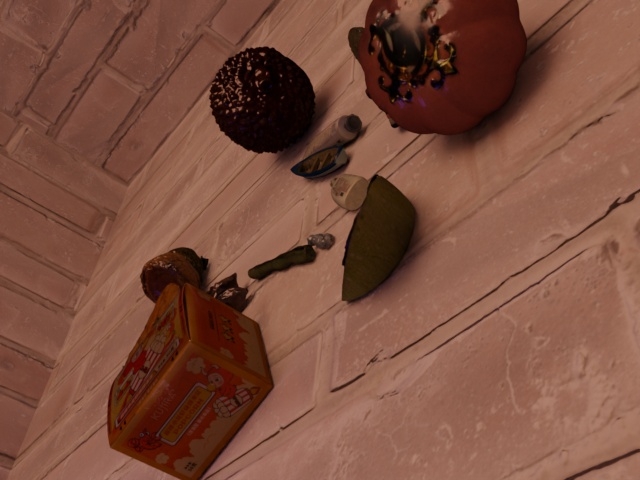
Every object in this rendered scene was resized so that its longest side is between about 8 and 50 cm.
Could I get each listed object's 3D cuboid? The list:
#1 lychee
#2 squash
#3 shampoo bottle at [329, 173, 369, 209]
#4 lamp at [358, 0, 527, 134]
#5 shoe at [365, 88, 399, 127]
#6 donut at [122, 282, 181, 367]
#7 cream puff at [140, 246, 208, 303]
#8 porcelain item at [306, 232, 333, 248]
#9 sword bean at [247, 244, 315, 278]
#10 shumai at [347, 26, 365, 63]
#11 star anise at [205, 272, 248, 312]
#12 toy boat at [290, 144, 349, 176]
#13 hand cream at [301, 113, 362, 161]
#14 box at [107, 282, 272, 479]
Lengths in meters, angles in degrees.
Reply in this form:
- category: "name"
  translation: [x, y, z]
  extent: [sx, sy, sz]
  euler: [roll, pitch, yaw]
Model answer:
- category: "lychee"
  translation: [-0.165, -0.386, 2.027]
  extent: [0.330, 0.306, 0.306]
  euler: [121, 174, -71]
- category: "squash"
  translation: [0.079, -0.032, 1.274]
  extent: [0.204, 0.155, 0.237]
  euler: [-15, 48, 55]
- category: "shampoo bottle"
  translation: [0.051, -0.111, 1.558]
  extent: [0.077, 0.045, 0.152]
  euler: [-59, 25, 1]
- category: "lamp"
  translation: [0.218, -0.335, 1.267]
  extent: [0.305, 0.239, 0.306]
  euler: [10, 106, 39]
- category: "shoe"
  translation: [0.159, -0.376, 1.564]
  extent: [0.114, 0.137, 0.291]
  euler: [-32, 33, 44]
- category: "donut"
  translation: [-0.411, 0.258, 1.927]
  extent: [0.277, 0.108, 0.278]
  euler: [-44, 27, 29]
- category: "cream puff"
  translation: [-0.403, 0.096, 2.091]
  extent: [0.183, 0.183, 0.169]
  euler: [-39, 6, 37]
- category: "porcelain item"
  translation: [0.000, 0.000, 1.541]
  extent: [0.083, 0.028, 0.036]
  euler: [-4, 54, 61]
- category: "sword bean"
  translation: [-0.091, 0.051, 1.651]
  extent: [0.043, 0.038, 0.269]
  euler: [-42, 12, -34]
- category: "shumai"
  translation: [0.135, -0.506, 1.862]
  extent: [0.087, 0.124, 0.099]
  euler: [-27, -19, -20]
- category: "star anise"
  translation: [-0.245, 0.167, 1.761]
  extent: [0.212, 0.073, 0.197]
  euler: [-2, 61, 60]
- category: "toy boat"
  translation: [-0.005, -0.182, 1.759]
  extent: [0.228, 0.045, 0.080]
  euler: [-12, 51, 60]
- category: "hand cream"
  translation: [0.017, -0.247, 1.797]
  extent: [0.276, 0.059, 0.095]
  euler: [-22, 42, 61]
- category: "box"
  translation: [-0.274, 0.286, 1.494]
  extent: [0.284, 0.213, 0.259]
  euler: [-53, 22, 11]
